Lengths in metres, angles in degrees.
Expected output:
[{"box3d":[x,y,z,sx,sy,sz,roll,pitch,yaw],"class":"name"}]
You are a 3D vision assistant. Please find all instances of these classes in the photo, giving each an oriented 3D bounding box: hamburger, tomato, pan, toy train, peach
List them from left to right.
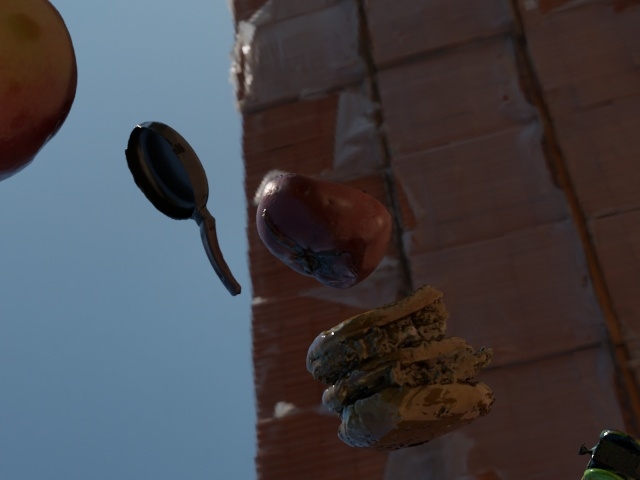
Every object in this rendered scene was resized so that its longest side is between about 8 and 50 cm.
[{"box3d":[-0.286,-0.122,0.680,0.197,0.198,0.197,-13,-90,-76],"class":"peach"},{"box3d":[-0.133,-0.036,0.958,0.212,0.040,0.115,55,148,11],"class":"pan"},{"box3d":[0.001,0.003,1.429,0.228,0.228,0.101,62,-141,-47],"class":"tomato"},{"box3d":[0.116,0.185,1.303,0.211,0.261,0.245,69,-164,15],"class":"hamburger"},{"box3d":[0.536,0.394,1.384,0.100,0.296,0.160,-52,-32,-27],"class":"toy train"}]
